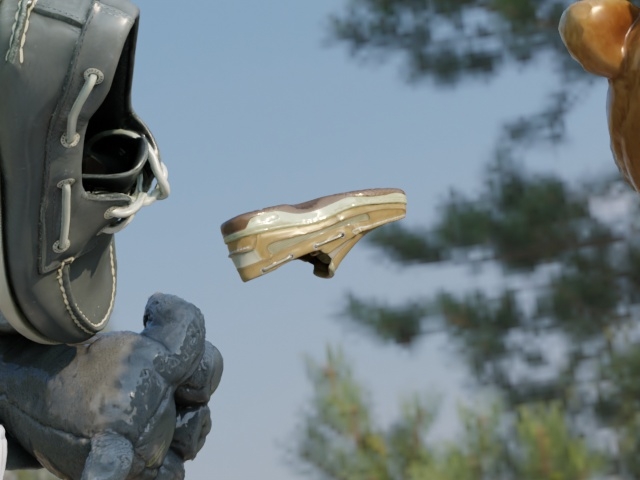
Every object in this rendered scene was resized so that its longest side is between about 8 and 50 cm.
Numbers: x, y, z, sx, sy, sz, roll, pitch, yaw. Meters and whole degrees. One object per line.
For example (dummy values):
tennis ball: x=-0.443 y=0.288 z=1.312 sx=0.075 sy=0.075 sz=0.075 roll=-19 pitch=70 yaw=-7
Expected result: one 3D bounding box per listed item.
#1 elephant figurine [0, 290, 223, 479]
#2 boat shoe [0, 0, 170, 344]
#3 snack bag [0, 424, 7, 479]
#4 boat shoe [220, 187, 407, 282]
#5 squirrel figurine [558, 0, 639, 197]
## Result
elephant figurine: x=-0.206 y=0.100 z=1.363 sx=0.239 sy=0.169 sz=0.186 roll=17 pitch=-23 yaw=15
boat shoe: x=-0.146 y=-0.037 z=1.163 sx=0.099 sy=0.116 sz=0.319 roll=8 pitch=-40 yaw=8
snack bag: x=-0.343 y=0.240 z=1.057 sx=0.323 sy=0.342 sz=0.037 roll=0 pitch=-35 yaw=10
boat shoe: x=0.000 y=0.000 z=1.719 sx=0.190 sy=0.072 sz=0.068 roll=-13 pitch=-7 yaw=-27
squirrel figurine: x=0.281 y=-0.181 z=1.015 sx=0.370 sy=0.281 sz=0.397 roll=-43 pitch=-22 yaw=-40
